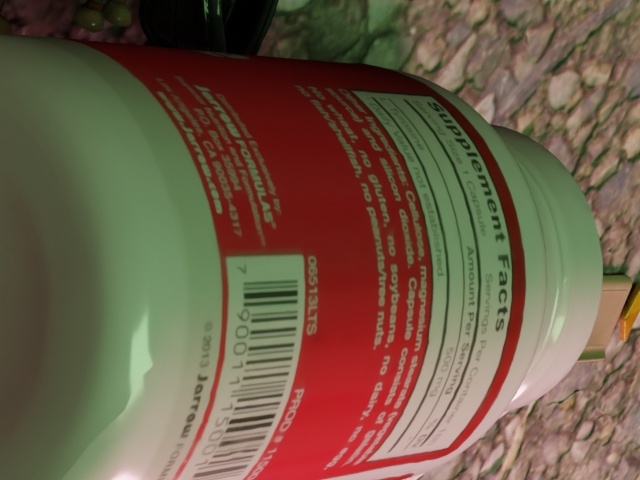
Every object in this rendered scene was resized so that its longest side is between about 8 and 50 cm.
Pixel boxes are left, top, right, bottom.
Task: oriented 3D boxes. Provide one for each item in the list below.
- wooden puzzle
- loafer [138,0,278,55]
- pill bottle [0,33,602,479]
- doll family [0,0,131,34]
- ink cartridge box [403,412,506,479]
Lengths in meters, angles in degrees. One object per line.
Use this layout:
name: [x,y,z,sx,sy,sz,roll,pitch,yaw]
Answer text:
wooden puzzle: [0.215,0.061,1.454,0.116,0.014,0.079,10,105,-48]
loafer: [-0.030,-0.193,0.976,0.076,0.078,0.223,1,115,-46]
pill bottle: [-0.033,0.020,0.928,0.407,0.229,0.229,-2,117,-51]
doll family: [-0.147,-0.162,0.880,0.193,0.076,0.111,-14,145,-45]
ink cartridge box: [0.079,0.108,1.316,0.122,0.052,0.088,-34,136,-26]
